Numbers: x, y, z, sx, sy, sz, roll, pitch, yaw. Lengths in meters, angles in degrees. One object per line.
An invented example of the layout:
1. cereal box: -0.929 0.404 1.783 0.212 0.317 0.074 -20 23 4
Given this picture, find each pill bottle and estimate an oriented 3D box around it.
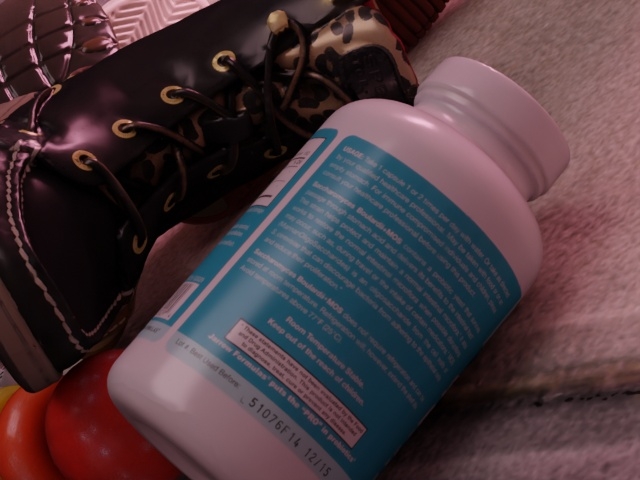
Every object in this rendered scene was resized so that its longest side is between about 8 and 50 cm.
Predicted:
1. pill bottle: 0.020 0.026 0.930 0.264 0.146 0.146 -49 24 -13

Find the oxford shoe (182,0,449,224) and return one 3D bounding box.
1. oxford shoe: -0.023 -0.173 1.335 0.348 0.123 0.130 -43 35 1

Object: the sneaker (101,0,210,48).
1. sneaker: -0.224 -0.079 1.498 0.350 0.131 0.148 -52 17 -14

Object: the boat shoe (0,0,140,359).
1. boat shoe: -0.204 -0.051 1.336 0.122 0.120 0.324 -6 55 -5

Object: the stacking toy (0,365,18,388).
1. stacking toy: -0.367 0.120 1.357 0.221 0.167 0.052 -37 25 17

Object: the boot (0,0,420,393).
1. boot: -0.079 -0.060 1.060 0.284 0.138 0.377 -25 15 5

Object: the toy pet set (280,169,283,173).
1. toy pet set: 0.000 0.000 1.106 0.122 0.065 0.114 -33 25 21

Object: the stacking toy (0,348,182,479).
1. stacking toy: -0.198 0.141 1.085 0.330 0.141 0.141 -24 30 39
